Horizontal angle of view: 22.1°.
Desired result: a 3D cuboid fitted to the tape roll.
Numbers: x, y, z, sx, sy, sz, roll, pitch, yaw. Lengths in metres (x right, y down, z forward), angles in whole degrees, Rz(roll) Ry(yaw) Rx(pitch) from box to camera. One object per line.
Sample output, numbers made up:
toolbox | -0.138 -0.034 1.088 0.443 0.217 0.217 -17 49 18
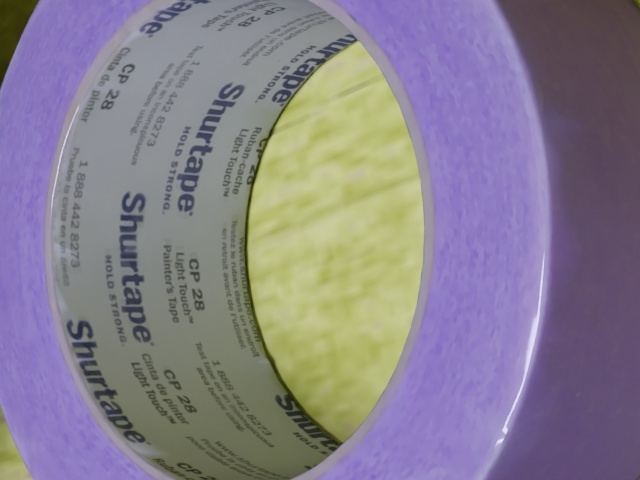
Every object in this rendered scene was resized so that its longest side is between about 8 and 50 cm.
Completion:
tape roll | 0.000 0.000 0.427 0.189 0.080 0.189 -1 88 39
